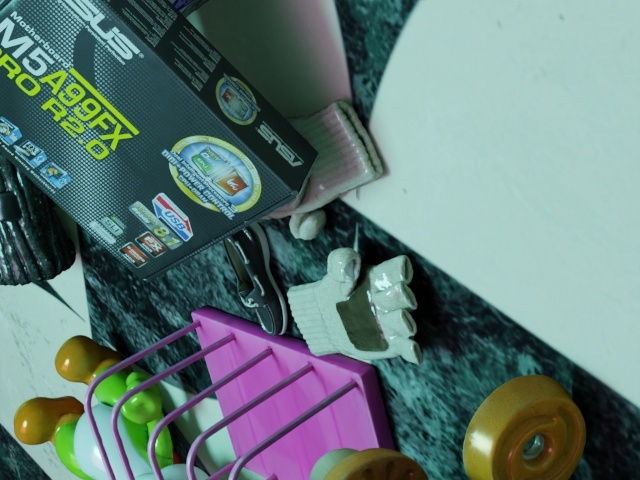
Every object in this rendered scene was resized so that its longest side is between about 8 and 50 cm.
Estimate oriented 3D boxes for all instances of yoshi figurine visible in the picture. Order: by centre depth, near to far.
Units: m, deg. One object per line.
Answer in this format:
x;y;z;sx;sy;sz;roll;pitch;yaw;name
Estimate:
-0.243;0.274;1.519;0.362;0.203;0.203;42;150;37;yoshi figurine

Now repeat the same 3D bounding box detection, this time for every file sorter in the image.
-0.082;0.221;1.289;0.290;0.182;0.202;14;126;50;file sorter

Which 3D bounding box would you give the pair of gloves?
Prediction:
0.000;0.000;1.127;0.204;0.042;0.240;-4;109;56;pair of gloves

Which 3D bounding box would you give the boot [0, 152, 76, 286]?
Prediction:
-0.461;-0.088;1.640;0.348;0.131;0.260;20;130;47;boot

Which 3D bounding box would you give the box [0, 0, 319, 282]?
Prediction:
-0.168;-0.104;1.064;0.216;0.060;0.270;-26;117;41;box

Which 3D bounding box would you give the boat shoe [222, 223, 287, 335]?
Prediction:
-0.065;0.042;1.260;0.046;0.038;0.125;19;129;48;boat shoe

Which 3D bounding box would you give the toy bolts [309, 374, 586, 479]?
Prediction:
0.121;0.204;1.040;0.228;0.218;0.158;41;177;-33;toy bolts

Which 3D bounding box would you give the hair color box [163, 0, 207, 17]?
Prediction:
-0.109;-0.306;0.956;0.185;0.110;0.339;50;147;-4;hair color box
